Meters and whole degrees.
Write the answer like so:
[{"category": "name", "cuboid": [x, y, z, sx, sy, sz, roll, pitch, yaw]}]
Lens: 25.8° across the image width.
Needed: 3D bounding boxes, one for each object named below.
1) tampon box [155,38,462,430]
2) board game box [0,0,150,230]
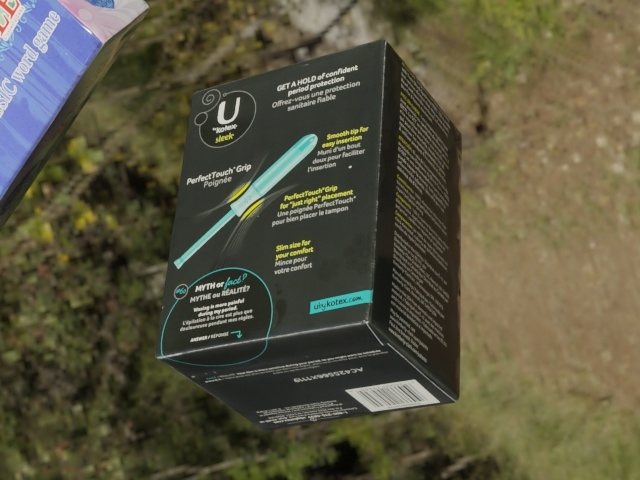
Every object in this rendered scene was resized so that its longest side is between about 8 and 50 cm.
[{"category": "tampon box", "cuboid": [0.000, 0.000, 0.722, 0.101, 0.120, 0.161, 44, -137, -49]}, {"category": "board game box", "cuboid": [-0.322, -0.162, 1.005, 0.318, 0.066, 0.319, 42, 131, -1]}]
